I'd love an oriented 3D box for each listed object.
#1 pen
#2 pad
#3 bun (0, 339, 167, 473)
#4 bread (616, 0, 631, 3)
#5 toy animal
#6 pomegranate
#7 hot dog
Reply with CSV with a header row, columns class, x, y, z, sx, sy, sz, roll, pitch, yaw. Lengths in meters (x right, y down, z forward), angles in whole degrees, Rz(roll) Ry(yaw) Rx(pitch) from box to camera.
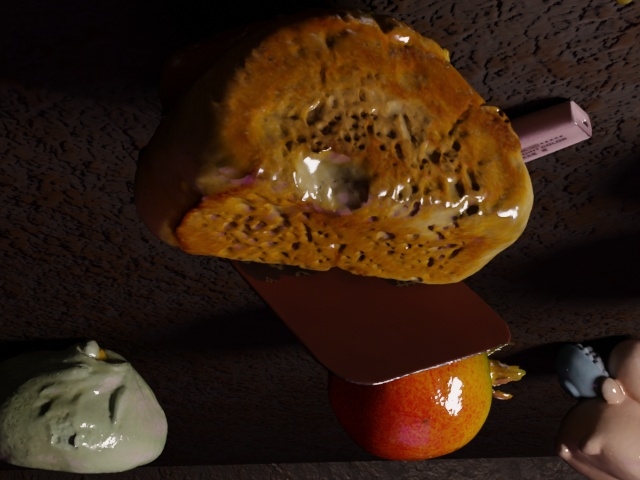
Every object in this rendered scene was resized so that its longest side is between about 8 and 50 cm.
class,x,y,z,sx,sy,sz,roll,pitch,yaw
pen,0.128,-0.070,0.802,0.197,0.032,0.053,-18,155,34
pad,0.000,0.000,0.674,0.181,0.267,0.004,-8,131,-43
bun,-0.364,0.229,1.387,0.283,0.179,0.283,10,177,0
bread,0.224,-0.170,0.503,0.150,0.065,0.187,9,159,-15
toy animal,0.484,0.272,1.488,0.230,0.221,0.210,4,163,-15
pomegranate,0.136,0.180,1.239,0.257,0.220,0.221,-7,160,-9
hot dog,0.010,-0.066,0.620,0.257,0.153,0.150,8,152,-26
